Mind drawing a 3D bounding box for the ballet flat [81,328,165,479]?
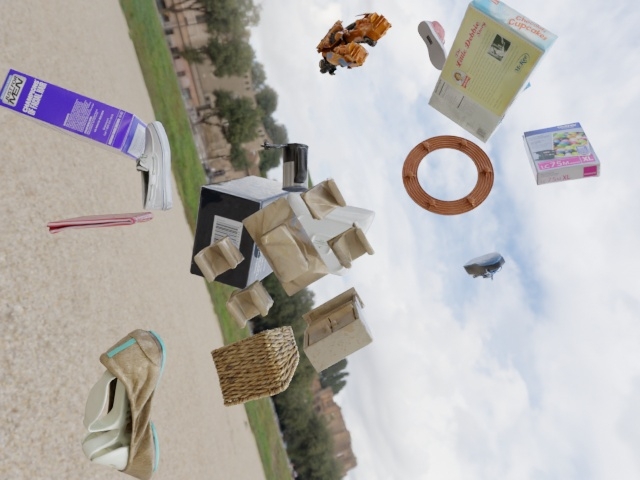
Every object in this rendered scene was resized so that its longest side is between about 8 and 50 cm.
[{"bbox_3d":[-0.350,0.312,0.847,0.116,0.124,0.342,32,-59,31],"label":"ballet flat"}]

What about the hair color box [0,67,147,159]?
[{"bbox_3d":[-0.632,-0.321,1.283,0.185,0.339,0.110,110,-1,-88],"label":"hair color box"}]

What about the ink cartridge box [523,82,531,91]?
[{"bbox_3d":[0.534,-0.487,1.464,0.060,0.180,0.104,148,-75,-69],"label":"ink cartridge box"}]

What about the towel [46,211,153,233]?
[{"bbox_3d":[-0.554,-0.049,1.251,0.275,0.199,0.031,-147,-127,-79],"label":"towel"}]

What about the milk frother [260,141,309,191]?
[{"bbox_3d":[-0.105,-0.220,1.431,0.129,0.143,0.135,112,-22,-84],"label":"milk frother"}]

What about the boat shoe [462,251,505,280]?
[{"bbox_3d":[0.675,0.106,1.950,0.089,0.109,0.258,55,-7,1],"label":"boat shoe"}]

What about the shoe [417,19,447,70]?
[{"bbox_3d":[0.396,-0.658,1.624,0.063,0.081,0.178,-28,-93,53],"label":"shoe"}]

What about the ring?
[{"bbox_3d":[0.471,-0.250,1.791,0.032,0.336,0.336,73,-3,-69],"label":"ring"}]

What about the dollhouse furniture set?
[{"bbox_3d":[-0.040,0.083,1.223,0.394,0.362,0.256,59,4,-10],"label":"dollhouse furniture set"}]

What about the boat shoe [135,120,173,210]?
[{"bbox_3d":[-0.420,-0.186,1.204,0.083,0.076,0.226,-10,-91,53],"label":"boat shoe"}]

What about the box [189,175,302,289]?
[{"bbox_3d":[-0.241,-0.046,1.655,0.395,0.212,0.293,-35,138,-70],"label":"box"}]

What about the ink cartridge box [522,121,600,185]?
[{"bbox_3d":[0.800,-0.309,1.633,0.311,0.185,0.065,-77,154,-49],"label":"ink cartridge box"}]

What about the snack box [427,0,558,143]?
[{"bbox_3d":[0.379,-0.383,1.121,0.187,0.060,0.322,39,-20,12],"label":"snack box"}]

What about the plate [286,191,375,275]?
[{"bbox_3d":[0.000,0.000,1.501,0.045,0.277,0.278,-96,-158,-51],"label":"plate"}]

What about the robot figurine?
[{"bbox_3d":[0.082,-0.588,1.427,0.085,0.211,0.291,37,0,-30],"label":"robot figurine"}]

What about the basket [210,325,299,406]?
[{"bbox_3d":[-0.223,0.469,1.812,0.213,0.299,0.223,6,62,-61],"label":"basket"}]
